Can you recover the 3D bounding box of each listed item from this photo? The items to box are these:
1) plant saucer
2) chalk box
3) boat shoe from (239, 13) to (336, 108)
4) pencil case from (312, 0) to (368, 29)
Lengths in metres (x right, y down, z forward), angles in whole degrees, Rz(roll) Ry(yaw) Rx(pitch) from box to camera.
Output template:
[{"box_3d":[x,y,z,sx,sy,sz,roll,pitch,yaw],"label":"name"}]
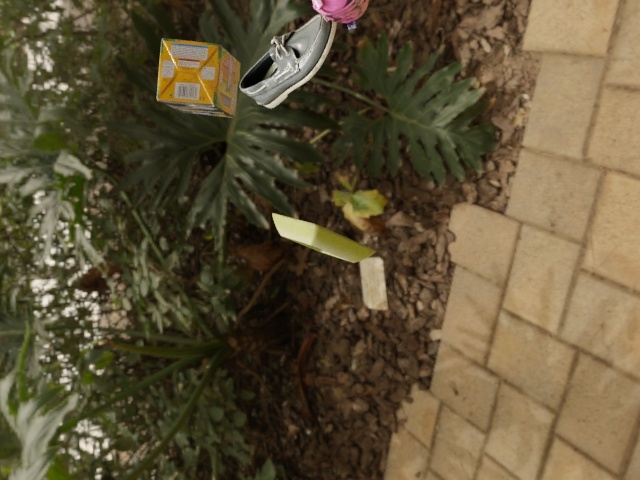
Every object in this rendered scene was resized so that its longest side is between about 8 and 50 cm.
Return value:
[{"box_3d":[0.000,0.000,1.386,0.188,0.188,0.045,16,84,53],"label":"plant saucer"},{"box_3d":[-0.351,-0.477,1.829,0.289,0.180,0.179,-32,-51,-83],"label":"chalk box"},{"box_3d":[-0.081,-0.422,1.414,0.319,0.099,0.116,-32,50,48],"label":"boat shoe"},{"box_3d":[0.035,-0.438,1.093,0.098,0.209,0.095,-23,99,13],"label":"pencil case"}]
